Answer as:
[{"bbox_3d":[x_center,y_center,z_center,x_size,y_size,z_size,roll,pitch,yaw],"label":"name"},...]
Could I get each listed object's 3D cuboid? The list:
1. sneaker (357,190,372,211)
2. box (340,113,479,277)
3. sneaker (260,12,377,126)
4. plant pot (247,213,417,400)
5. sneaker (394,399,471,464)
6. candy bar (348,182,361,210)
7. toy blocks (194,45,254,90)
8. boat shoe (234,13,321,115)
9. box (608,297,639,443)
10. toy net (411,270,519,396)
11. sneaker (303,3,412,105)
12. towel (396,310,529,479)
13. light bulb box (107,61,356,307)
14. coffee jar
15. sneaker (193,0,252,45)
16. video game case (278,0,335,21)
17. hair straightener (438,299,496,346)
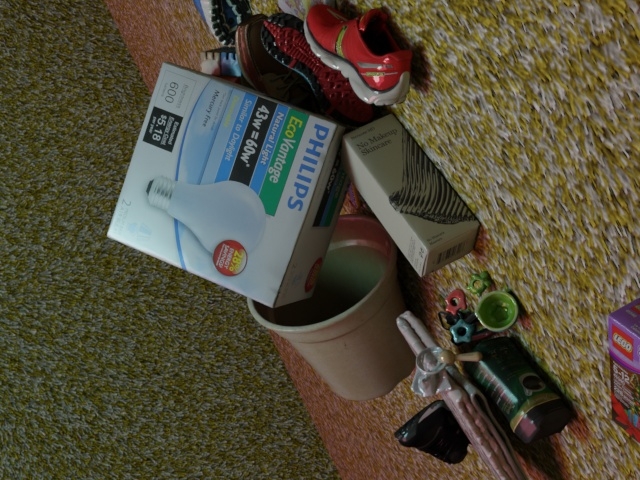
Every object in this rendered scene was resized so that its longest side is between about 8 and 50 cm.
[{"bbox_3d":[0.096,-0.102,1.861,0.098,0.038,0.069,41,153,54],"label":"sneaker"},{"bbox_3d":[0.149,-0.081,1.590,0.275,0.113,0.094,55,162,26],"label":"box"},{"bbox_3d":[0.010,-0.319,1.677,0.262,0.104,0.125,46,-164,-8],"label":"sneaker"},{"bbox_3d":[0.057,0.167,1.974,0.334,0.333,0.305,42,164,53],"label":"plant pot"},{"bbox_3d":[0.253,0.402,1.901,0.124,0.107,0.283,53,-161,17],"label":"sneaker"},{"bbox_3d":[0.067,-0.129,1.953,0.040,0.018,0.161,50,158,42],"label":"candy bar"},{"bbox_3d":[-0.192,-0.309,2.027,0.190,0.381,0.261,9,112,24],"label":"toy blocks"},{"bbox_3d":[-0.069,-0.321,1.937,0.120,0.122,0.324,33,154,53],"label":"boat shoe"},{"bbox_3d":[0.471,0.226,1.119,0.293,0.057,0.201,44,155,51],"label":"box"},{"bbox_3d":[0.223,0.160,1.546,0.122,0.232,0.045,46,-174,25],"label":"toy net"},{"bbox_3d":[0.071,-0.332,1.518,0.279,0.107,0.118,49,139,38],"label":"sneaker"},{"bbox_3d":[0.278,0.319,1.725,0.332,0.053,0.317,58,178,-27],"label":"towel"},{"bbox_3d":[-0.152,-0.105,1.750,0.361,0.358,0.225,21,-172,15],"label":"light bulb box"},{"bbox_3d":[0.330,0.251,1.545,0.184,0.096,0.079,53,136,36],"label":"coffee jar"},{"bbox_3d":[-0.262,-0.602,2.067,0.147,0.129,0.330,42,154,48],"label":"sneaker"},{"bbox_3d":[-0.033,-0.477,1.707,0.206,0.026,0.227,53,161,35],"label":"video game case"},{"bbox_3d":[0.268,0.144,1.703,0.089,0.047,0.230,62,169,7],"label":"hair straightener"}]
